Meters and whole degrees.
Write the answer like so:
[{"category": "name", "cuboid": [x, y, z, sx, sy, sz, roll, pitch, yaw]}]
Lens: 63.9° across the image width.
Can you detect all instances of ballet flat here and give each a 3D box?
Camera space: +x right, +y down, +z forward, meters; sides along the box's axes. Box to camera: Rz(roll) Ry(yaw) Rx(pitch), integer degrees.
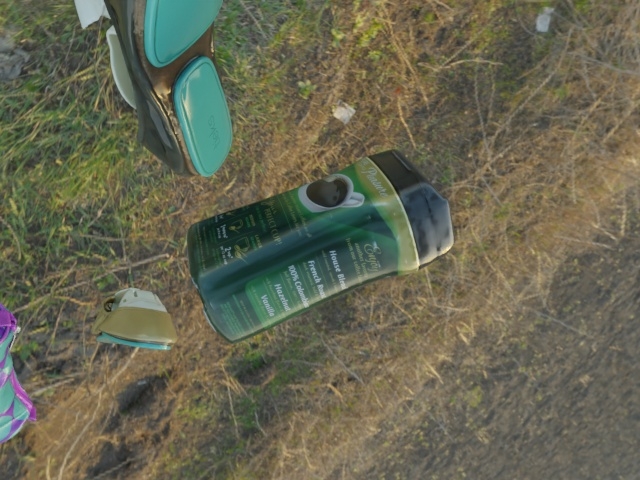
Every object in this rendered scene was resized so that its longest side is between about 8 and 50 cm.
[{"category": "ballet flat", "cuboid": [-0.118, -0.145, 0.363, 0.095, 0.096, 0.280, -58, 173, -32]}, {"category": "ballet flat", "cuboid": [-0.236, 0.093, 0.632, 0.080, 0.232, 0.073, 17, 74, -34]}]

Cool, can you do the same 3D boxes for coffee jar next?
[{"category": "coffee jar", "cuboid": [0.000, 0.000, 0.380, 0.184, 0.096, 0.079, -21, 125, -2]}]

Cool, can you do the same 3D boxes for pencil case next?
[{"category": "pencil case", "cuboid": [-0.301, 0.121, 0.459, 0.070, 0.064, 0.151, -4, 135, -25]}]
